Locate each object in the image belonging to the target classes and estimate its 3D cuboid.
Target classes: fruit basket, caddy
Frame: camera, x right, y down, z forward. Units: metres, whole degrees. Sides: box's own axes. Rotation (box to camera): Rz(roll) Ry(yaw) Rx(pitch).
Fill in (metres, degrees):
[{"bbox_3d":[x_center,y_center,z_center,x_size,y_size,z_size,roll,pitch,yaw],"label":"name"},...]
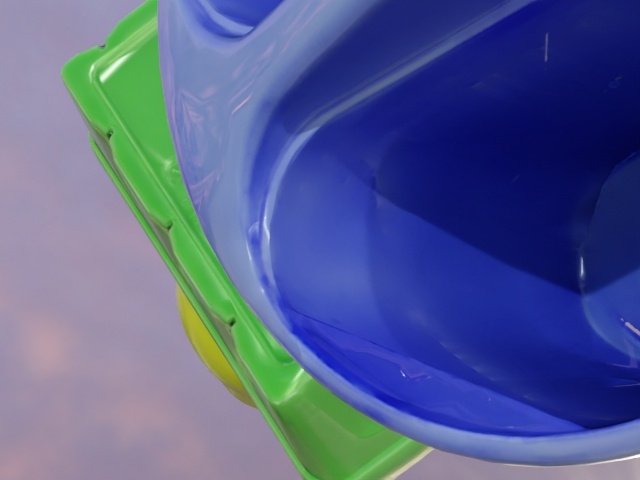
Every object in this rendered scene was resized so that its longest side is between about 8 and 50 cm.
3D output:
[{"bbox_3d":[0.000,0.000,1.279,0.283,0.392,0.392,-37,-23,6],"label":"fruit basket"},{"bbox_3d":[0.107,-0.085,0.408,0.341,0.241,0.179,-28,-21,36],"label":"caddy"}]
